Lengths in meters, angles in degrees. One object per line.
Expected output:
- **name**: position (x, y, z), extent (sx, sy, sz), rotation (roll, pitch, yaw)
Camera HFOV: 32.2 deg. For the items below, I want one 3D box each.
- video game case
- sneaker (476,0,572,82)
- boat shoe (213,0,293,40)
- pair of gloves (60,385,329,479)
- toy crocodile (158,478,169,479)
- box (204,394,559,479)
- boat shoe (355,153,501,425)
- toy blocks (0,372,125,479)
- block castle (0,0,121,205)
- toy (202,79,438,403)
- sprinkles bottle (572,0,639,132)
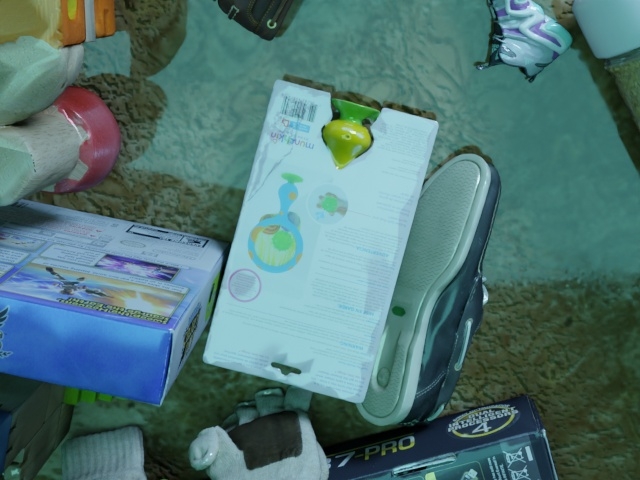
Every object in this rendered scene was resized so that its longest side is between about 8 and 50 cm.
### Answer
- **video game case**: position (-0.220, 0.030, 0.841), extent (0.269, 0.244, 0.061), rotation (12, 103, 2)
- **sneaker**: position (0.143, -0.165, 0.876), extent (0.098, 0.038, 0.069), rotation (42, 101, -5)
- **boat shoe**: position (-0.004, -0.250, 0.854), extent (0.073, 0.073, 0.207), rotation (37, 110, -6)
- **pair of gloves**: position (-0.113, 0.200, 0.895), extent (0.240, 0.204, 0.042), rotation (-10, 118, 3)
- **toy crocodile**: position (-0.152, 0.374, 0.982), extent (0.105, 0.115, 0.341), rotation (8, 105, -4)
- **box**: position (0.089, 0.365, 0.971), extent (0.318, 0.097, 0.395), rotation (-17, 101, 6)
- **boat shoe**: position (0.099, 0.043, 0.919), extent (0.079, 0.084, 0.233), rotation (12, 98, -38)
- **toy blocks**: position (-0.364, 0.123, 0.865), extent (0.381, 0.261, 0.191), rotation (13, 103, 2)
- **block castle**: position (-0.303, -0.253, 0.804), extent (0.303, 0.213, 0.453), rotation (1, 102, 6)
- **toy**: position (0.000, 0.000, 0.915), extent (0.136, 0.056, 0.237), rotation (15, 98, 1)
- **sprinkles bottle**: position (0.322, -0.054, 0.846), extent (0.121, 0.121, 0.355), rotation (-28, 100, 10)
